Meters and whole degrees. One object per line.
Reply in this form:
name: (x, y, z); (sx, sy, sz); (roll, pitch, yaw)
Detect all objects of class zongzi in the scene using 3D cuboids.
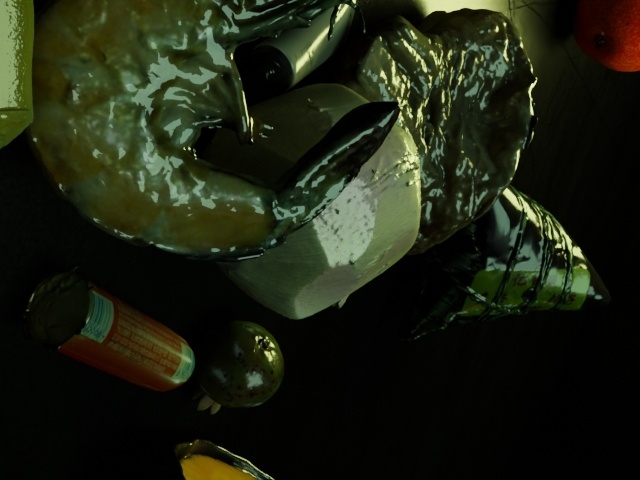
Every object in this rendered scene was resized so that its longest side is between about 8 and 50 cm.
zongzi: (0.311, -0.018, 1.465); (0.384, 0.319, 0.362); (-18, 137, -29)

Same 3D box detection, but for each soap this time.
soap: (-0.240, -0.124, 0.586); (0.089, 0.033, 0.168); (-10, 119, -23)

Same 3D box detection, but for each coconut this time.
coconut: (-0.020, -0.040, 0.857); (0.230, 0.227, 0.227); (-28, 139, -40)

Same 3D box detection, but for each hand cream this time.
hand cream: (-0.011, -0.213, 0.908); (0.186, 0.054, 0.087); (-45, 159, -42)

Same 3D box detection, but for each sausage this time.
sausage: (-0.197, 0.107, 0.865); (0.083, 0.083, 0.264); (-56, 154, -9)

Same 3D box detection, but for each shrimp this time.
shrimp: (-0.021, -0.151, 0.698); (0.445, 0.085, 0.272); (-31, 107, -12)

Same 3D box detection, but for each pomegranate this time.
pomegranate: (0.575, -0.427, 1.533); (0.256, 0.221, 0.221); (-55, 153, -27)
pomegranate: (-0.111, 0.163, 1.048); (0.142, 0.114, 0.114); (-46, 162, 31)

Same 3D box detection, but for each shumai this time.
shumai: (0.099, -0.165, 1.072); (0.283, 0.217, 0.346); (19, 89, -32)

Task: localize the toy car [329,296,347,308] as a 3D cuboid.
toy car: (0.000, 0.000, 1.085); (0.108, 0.089, 0.209); (-52, 154, -17)

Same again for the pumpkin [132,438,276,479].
pumpkin: (-0.136, 0.395, 1.058); (0.303, 0.256, 0.225); (40, 84, -39)
